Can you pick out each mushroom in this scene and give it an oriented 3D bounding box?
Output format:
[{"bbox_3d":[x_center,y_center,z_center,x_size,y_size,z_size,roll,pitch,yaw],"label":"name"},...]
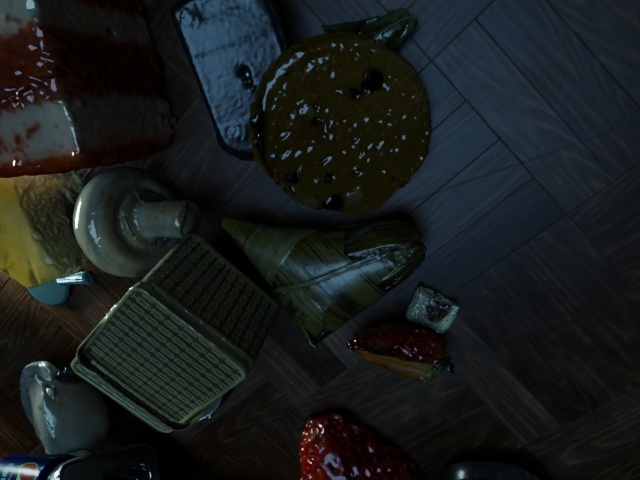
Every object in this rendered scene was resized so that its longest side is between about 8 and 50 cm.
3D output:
[{"bbox_3d":[-0.332,-0.022,0.809,0.209,0.206,0.206,33,115,30],"label":"mushroom"}]

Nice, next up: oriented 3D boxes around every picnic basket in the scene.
[{"bbox_3d":[-0.258,0.178,0.770,0.228,0.175,0.313,43,123,-12],"label":"picnic basket"}]

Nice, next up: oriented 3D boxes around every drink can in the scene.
[{"bbox_3d":[-0.777,0.646,1.196,0.205,0.118,0.118,-5,107,15],"label":"drink can"}]

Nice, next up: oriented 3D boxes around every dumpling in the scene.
[{"bbox_3d":[-0.609,0.405,1.070,0.204,0.163,0.293,-5,112,52],"label":"dumpling"}]

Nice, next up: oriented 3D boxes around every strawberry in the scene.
[{"bbox_3d":[0.063,0.530,0.922,0.265,0.149,0.336,-26,99,22],"label":"strawberry"},{"bbox_3d":[0.154,0.198,0.819,0.140,0.085,0.192,35,152,-27],"label":"strawberry"}]

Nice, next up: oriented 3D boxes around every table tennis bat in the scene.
[{"bbox_3d":[-0.601,0.092,1.012,0.201,0.033,0.124,-6,108,19],"label":"table tennis bat"}]

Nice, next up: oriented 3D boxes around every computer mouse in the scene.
[{"bbox_3d":[-0.118,-0.271,0.719,0.170,0.100,0.269,-18,113,-2],"label":"computer mouse"}]

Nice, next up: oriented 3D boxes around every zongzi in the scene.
[{"bbox_3d":[0.076,-0.332,0.681,0.119,0.055,0.109,44,114,-2],"label":"zongzi"},{"bbox_3d":[0.000,0.000,0.774,0.286,0.134,0.288,-40,93,17],"label":"zongzi"}]

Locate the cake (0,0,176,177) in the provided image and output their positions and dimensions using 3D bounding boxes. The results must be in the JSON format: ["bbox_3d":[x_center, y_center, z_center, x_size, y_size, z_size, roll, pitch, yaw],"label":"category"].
[{"bbox_3d":[-0.440,-0.269,0.720,0.270,0.269,0.319,-7,105,16],"label":"cake"}]

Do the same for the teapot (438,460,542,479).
[{"bbox_3d":[0.281,0.616,0.783,0.305,0.362,0.376,39,124,4],"label":"teapot"}]

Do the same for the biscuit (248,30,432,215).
[{"bbox_3d":[0.033,-0.176,0.695,0.296,0.075,0.296,-6,123,-9],"label":"biscuit"}]

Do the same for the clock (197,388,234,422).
[{"bbox_3d":[-0.335,0.271,0.986,0.313,0.061,0.312,5,110,13],"label":"clock"}]

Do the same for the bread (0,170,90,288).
[{"bbox_3d":[-0.570,-0.020,0.890,0.211,0.183,0.224,-23,99,26],"label":"bread"}]

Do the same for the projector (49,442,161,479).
[{"bbox_3d":[-0.469,0.739,0.967,0.242,0.395,0.405,-2,125,-31],"label":"projector"}]

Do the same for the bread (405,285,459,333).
[{"bbox_3d":[0.204,0.130,0.813,0.083,0.035,0.070,25,114,3],"label":"bread"}]
